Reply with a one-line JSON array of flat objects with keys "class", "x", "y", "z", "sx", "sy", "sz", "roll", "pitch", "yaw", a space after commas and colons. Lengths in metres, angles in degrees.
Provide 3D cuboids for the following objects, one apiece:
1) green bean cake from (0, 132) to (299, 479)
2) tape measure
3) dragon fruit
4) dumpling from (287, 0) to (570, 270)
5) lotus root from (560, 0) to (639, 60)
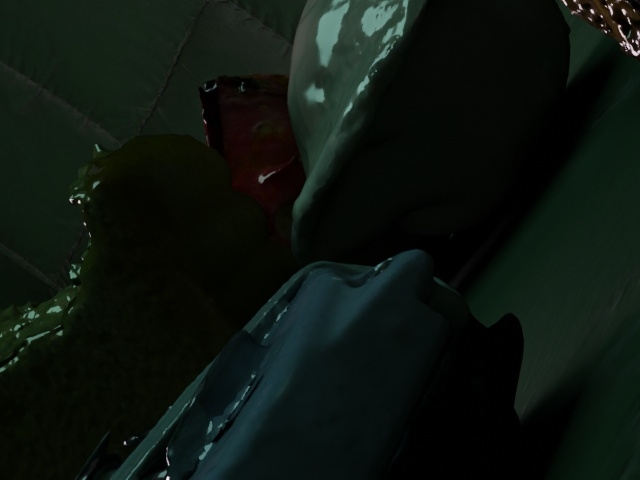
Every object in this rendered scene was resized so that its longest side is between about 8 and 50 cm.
[{"class": "green bean cake", "x": -0.117, "y": 0.074, "z": 0.899, "sx": 0.236, "sy": 0.233, "sz": 0.124, "roll": -33, "pitch": 9, "yaw": 25}, {"class": "tape measure", "x": -0.020, "y": 0.094, "z": 0.452, "sx": 0.181, "sy": 0.107, "sz": 0.182, "roll": -46, "pitch": 10, "yaw": 41}, {"class": "dragon fruit", "x": 0.000, "y": 0.000, "z": 1.017, "sx": 0.189, "sy": 0.163, "sz": 0.261, "roll": -30, "pitch": -45, "yaw": -13}, {"class": "dumpling", "x": 0.068, "y": -0.063, "z": 0.896, "sx": 0.175, "sy": 0.243, "sz": 0.227, "roll": 25, "pitch": 100, "yaw": 50}, {"class": "lotus root", "x": 0.145, "y": -0.126, "z": 0.414, "sx": 0.190, "sy": 0.094, "sz": 0.108, "roll": -47, "pitch": 25, "yaw": 5}]
